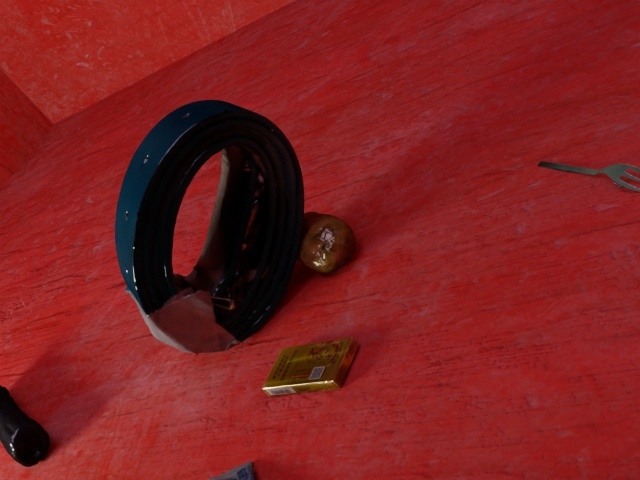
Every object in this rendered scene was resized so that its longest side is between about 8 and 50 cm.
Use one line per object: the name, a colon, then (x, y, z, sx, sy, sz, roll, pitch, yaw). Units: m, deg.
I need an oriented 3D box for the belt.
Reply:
belt: (-0.196, -0.024, 1.635, 0.173, 0.300, 0.436, -152, 70, -63)

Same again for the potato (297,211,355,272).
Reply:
potato: (0.000, 0.000, 1.673, 0.107, 0.080, 0.170, -38, 25, -6)

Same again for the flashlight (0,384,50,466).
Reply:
flashlight: (-0.661, 0.372, 1.944, 0.103, 0.103, 0.424, -50, 30, -17)

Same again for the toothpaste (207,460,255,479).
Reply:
toothpaste: (-0.097, 0.382, 1.267, 0.069, 0.047, 0.268, -53, 23, 3)

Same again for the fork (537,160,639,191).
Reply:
fork: (0.395, -0.105, 1.391, 0.039, 0.021, 0.235, -44, 27, -13)

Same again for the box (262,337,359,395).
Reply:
box: (-0.016, 0.198, 1.459, 0.156, 0.022, 0.089, -15, 38, 40)
